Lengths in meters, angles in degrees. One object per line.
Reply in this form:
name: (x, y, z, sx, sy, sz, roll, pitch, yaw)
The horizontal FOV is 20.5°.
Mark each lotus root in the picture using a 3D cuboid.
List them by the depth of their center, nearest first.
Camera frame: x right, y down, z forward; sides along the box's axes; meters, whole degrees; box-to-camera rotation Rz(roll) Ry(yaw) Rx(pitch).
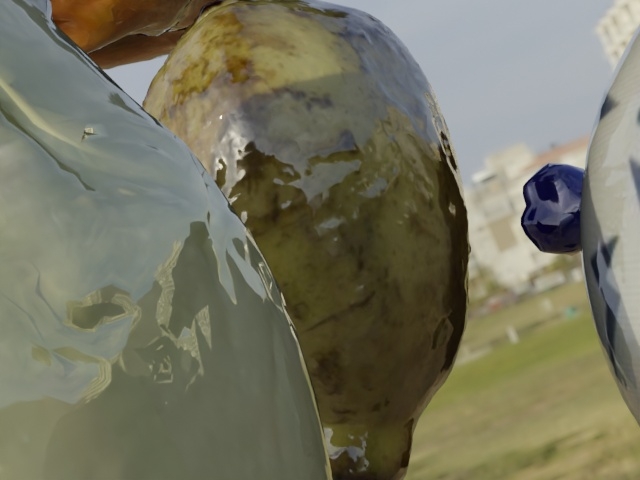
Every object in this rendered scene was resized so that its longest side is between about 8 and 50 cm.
lotus root: (0.000, 0.000, 0.704, 0.138, 0.214, 0.138, -16, -8, -2)

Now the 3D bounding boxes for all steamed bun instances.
steamed bun: (-0.163, 0.095, 0.380, 0.312, 0.334, 0.233, 21, 22, 27)

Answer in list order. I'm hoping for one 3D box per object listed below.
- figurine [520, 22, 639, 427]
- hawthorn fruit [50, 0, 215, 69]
figurine: (0.187, -0.020, 0.376, 0.261, 0.186, 0.382, -56, 11, -19)
hawthorn fruit: (-0.190, -0.334, 1.221, 0.471, 0.472, 0.472, -22, -4, -2)
